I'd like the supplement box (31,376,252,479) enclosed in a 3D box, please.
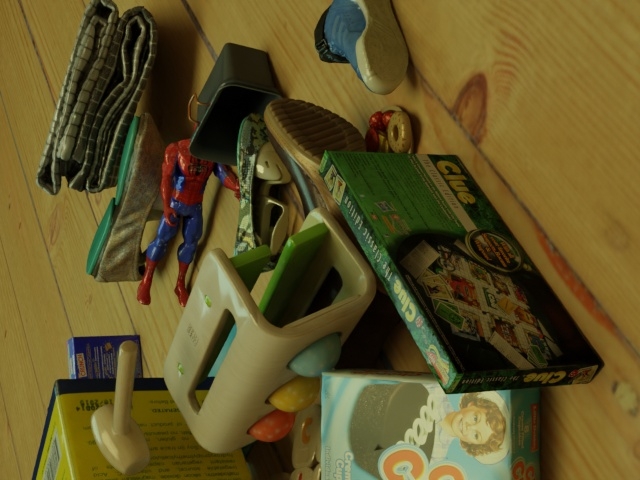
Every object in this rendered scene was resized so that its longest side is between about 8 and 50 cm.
[{"bbox_3d":[-0.181,0.338,1.189,0.356,0.194,0.195,-116,38,-46],"label":"supplement box"}]

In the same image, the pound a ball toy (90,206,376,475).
[{"bbox_3d":[-0.088,0.129,1.065,0.135,0.208,0.319,56,148,19],"label":"pound a ball toy"}]

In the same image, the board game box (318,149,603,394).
[{"bbox_3d":[0.105,0.016,0.894,0.259,0.136,0.030,-117,36,-42],"label":"board game box"}]

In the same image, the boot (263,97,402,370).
[{"bbox_3d":[0.000,0.000,1.103,0.248,0.090,0.207,48,135,32],"label":"boot"}]

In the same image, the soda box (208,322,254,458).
[{"bbox_3d":[-0.099,0.181,1.334,0.210,0.067,0.071,-64,37,39],"label":"soda box"}]

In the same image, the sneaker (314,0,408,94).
[{"bbox_3d":[0.036,-0.189,1.102,0.084,0.058,0.152,-45,46,44],"label":"sneaker"}]

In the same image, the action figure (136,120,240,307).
[{"bbox_3d":[-0.171,-0.019,1.451,0.139,0.091,0.280,-121,40,-54],"label":"action figure"}]

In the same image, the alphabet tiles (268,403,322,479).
[{"bbox_3d":[0.004,0.296,1.131,0.284,0.021,0.278,-32,46,58],"label":"alphabet tiles"}]

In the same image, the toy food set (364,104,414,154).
[{"bbox_3d":[0.065,-0.091,1.089,0.083,0.020,0.082,37,121,56],"label":"toy food set"}]

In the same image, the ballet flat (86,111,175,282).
[{"bbox_3d":[-0.249,-0.054,1.576,0.316,0.106,0.107,119,158,-44],"label":"ballet flat"}]

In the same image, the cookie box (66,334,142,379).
[{"bbox_3d":[-0.335,0.194,1.725,0.040,0.107,0.091,-32,61,57],"label":"cookie box"}]

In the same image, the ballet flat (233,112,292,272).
[{"bbox_3d":[-0.061,-0.054,1.292,0.070,0.070,0.188,10,100,61],"label":"ballet flat"}]

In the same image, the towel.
[{"bbox_3d":[-0.318,-0.200,1.610,0.235,0.121,0.283,-148,75,-76],"label":"towel"}]

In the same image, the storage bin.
[{"bbox_3d":[-0.112,-0.171,1.351,0.135,0.098,0.091,125,147,-44],"label":"storage bin"}]

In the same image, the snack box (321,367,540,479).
[{"bbox_3d":[0.089,0.272,0.925,0.187,0.060,0.321,-2,88,37],"label":"snack box"}]
